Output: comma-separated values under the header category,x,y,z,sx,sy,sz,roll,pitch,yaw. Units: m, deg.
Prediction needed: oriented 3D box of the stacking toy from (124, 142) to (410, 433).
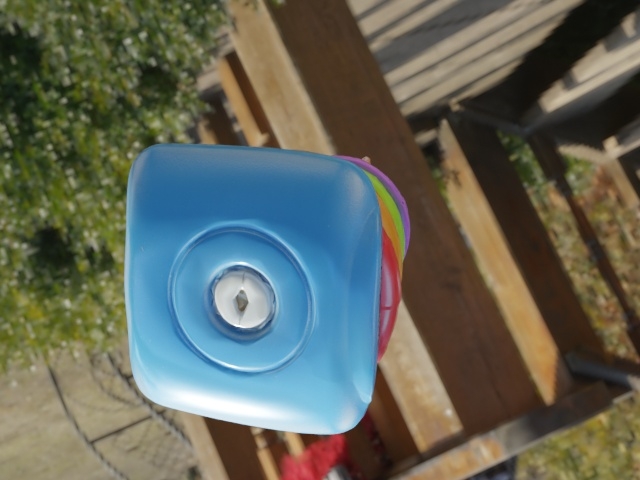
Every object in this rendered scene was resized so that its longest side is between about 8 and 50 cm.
category,x,y,z,sx,sy,sz,roll,pitch,yaw
stacking toy,0.000,0.000,0.830,0.166,0.175,0.302,6,-164,17
